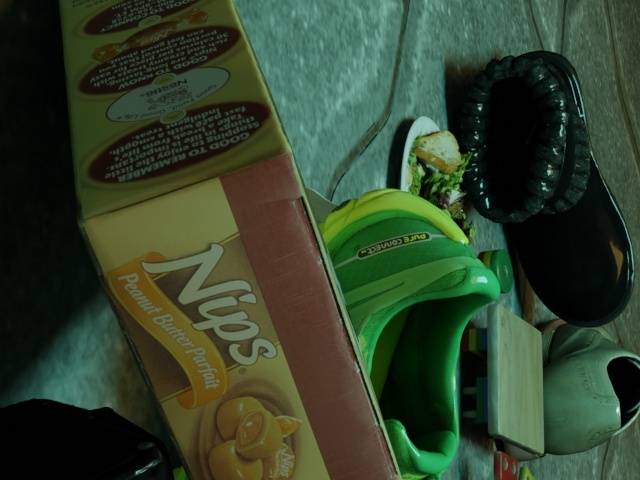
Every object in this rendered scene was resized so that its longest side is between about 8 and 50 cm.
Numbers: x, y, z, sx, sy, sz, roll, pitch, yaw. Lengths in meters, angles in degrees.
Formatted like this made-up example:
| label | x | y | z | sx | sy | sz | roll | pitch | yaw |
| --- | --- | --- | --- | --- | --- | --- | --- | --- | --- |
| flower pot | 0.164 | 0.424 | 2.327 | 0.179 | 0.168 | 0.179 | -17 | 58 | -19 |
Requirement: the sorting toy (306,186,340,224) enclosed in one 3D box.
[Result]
| label | x | y | z | sx | sy | sz | roll | pitch | yaw |
| --- | --- | --- | --- | --- | --- | --- | --- | --- | --- |
| sorting toy | 0.000 | 0.000 | 0.997 | 0.083 | 0.075 | 0.044 | -69 | 147 | -48 |

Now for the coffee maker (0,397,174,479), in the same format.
| label | x | y | z | sx | sy | sz | roll | pitch | yaw |
| --- | --- | --- | --- | --- | --- | --- | --- | --- | --- |
| coffee maker | -0.102 | 0.172 | 0.575 | 0.171 | 0.120 | 0.178 | -149 | -134 | -68 |

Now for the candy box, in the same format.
| label | x | y | z | sx | sy | sz | roll | pitch | yaw |
| --- | --- | --- | --- | --- | --- | --- | --- | --- | --- |
| candy box | -0.053 | -0.023 | 0.679 | 0.316 | 0.088 | 0.182 | -110 | -179 | -59 |

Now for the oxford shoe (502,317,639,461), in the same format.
| label | x | y | z | sx | sy | sz | roll | pitch | yaw |
| --- | --- | --- | --- | --- | --- | --- | --- | --- | --- |
| oxford shoe | 0.323 | 0.177 | 1.695 | 0.397 | 0.147 | 0.140 | -30 | 113 | -67 |

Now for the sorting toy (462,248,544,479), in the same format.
| label | x | y | z | sx | sy | sz | roll | pitch | yaw |
| --- | --- | --- | --- | --- | --- | --- | --- | --- | --- |
| sorting toy | 0.187 | 0.155 | 1.472 | 0.132 | 0.046 | 0.274 | 30 | 56 | -57 |

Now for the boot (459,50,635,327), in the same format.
| label | x | y | z | sx | sy | sz | roll | pitch | yaw |
| --- | --- | --- | --- | --- | --- | --- | --- | --- | --- |
| boot | 0.249 | -0.042 | 1.569 | 0.260 | 0.131 | 0.347 | -44 | 116 | -72 |

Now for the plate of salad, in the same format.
| label | x | y | z | sx | sy | sz | roll | pitch | yaw |
| --- | --- | --- | --- | --- | --- | --- | --- | --- | --- |
| plate of salad | 0.116 | -0.019 | 1.343 | 0.200 | 0.048 | 0.199 | -5 | 90 | -70 |

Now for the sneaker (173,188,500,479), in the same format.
| label | x | y | z | sx | sy | sz | roll | pitch | yaw |
| --- | --- | --- | --- | --- | --- | --- | --- | --- | --- |
| sneaker | 0.004 | 0.117 | 0.807 | 0.109 | 0.123 | 0.295 | 12 | 107 | -48 |
